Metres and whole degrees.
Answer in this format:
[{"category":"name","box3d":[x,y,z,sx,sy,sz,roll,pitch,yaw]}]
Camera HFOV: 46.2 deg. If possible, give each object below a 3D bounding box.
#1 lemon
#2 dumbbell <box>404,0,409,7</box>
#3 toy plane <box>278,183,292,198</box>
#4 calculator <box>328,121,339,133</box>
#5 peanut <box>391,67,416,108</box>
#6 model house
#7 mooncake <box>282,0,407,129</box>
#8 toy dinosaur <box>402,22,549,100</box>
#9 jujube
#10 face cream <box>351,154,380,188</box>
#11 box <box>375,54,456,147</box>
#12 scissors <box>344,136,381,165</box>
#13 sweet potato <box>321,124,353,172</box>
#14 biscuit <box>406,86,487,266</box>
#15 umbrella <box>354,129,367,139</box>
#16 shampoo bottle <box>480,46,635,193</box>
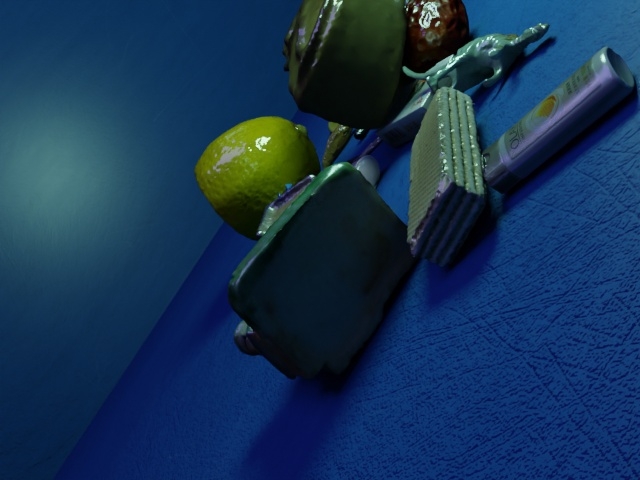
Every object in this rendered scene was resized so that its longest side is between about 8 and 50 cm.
[{"category":"lemon","box3d":[-0.159,-0.198,2.171,0.364,0.364,0.364,-50,14,17]},{"category":"dumbbell","box3d":[0.356,-0.793,2.401,0.254,0.110,0.110,-40,18,27]},{"category":"toy plane","box3d":[-0.084,-0.001,1.842,0.271,0.105,0.254,-103,17,-58]},{"category":"calculator","box3d":[0.081,-0.435,2.584,0.157,0.033,0.236,-50,15,11]},{"category":"peanut","box3d":[0.212,-0.458,1.956,0.159,0.143,0.291,-38,25,34]},{"category":"model house","box3d":[-0.033,0.056,1.267,0.312,0.245,0.280,-51,19,-17]},{"category":"mooncake","box3d":[0.041,-0.451,1.803,0.394,0.246,0.393,159,125,-72]},{"category":"toy dinosaur","box3d":[0.273,-0.333,1.463,0.205,0.092,0.393,-42,15,-11]},{"category":"jujube","box3d":[0.262,-0.493,1.777,0.183,0.183,0.243,-39,36,47]},{"category":"face cream","box3d":[0.043,-0.106,1.795,0.269,0.073,0.107,-35,34,54]},{"category":"box","box3d":[0.227,-0.304,1.670,0.149,0.067,0.233,-61,15,-17]},{"category":"scissors","box3d":[0.112,-0.226,1.973,0.300,0.022,0.109,-44,20,35]},{"category":"sweet potato","box3d":[0.048,-0.299,2.308,0.205,0.060,0.068,-64,-21,-1]},{"category":"biscuit","box3d":[0.200,-0.120,1.224,0.426,0.079,0.144,-75,8,-59]},{"category":"umbrella","box3d":[0.141,-0.345,2.156,0.036,0.031,0.133,19,71,49]},{"category":"shampoo bottle","box3d":[0.315,-0.159,1.018,0.227,0.056,0.086,-43,26,39]}]
